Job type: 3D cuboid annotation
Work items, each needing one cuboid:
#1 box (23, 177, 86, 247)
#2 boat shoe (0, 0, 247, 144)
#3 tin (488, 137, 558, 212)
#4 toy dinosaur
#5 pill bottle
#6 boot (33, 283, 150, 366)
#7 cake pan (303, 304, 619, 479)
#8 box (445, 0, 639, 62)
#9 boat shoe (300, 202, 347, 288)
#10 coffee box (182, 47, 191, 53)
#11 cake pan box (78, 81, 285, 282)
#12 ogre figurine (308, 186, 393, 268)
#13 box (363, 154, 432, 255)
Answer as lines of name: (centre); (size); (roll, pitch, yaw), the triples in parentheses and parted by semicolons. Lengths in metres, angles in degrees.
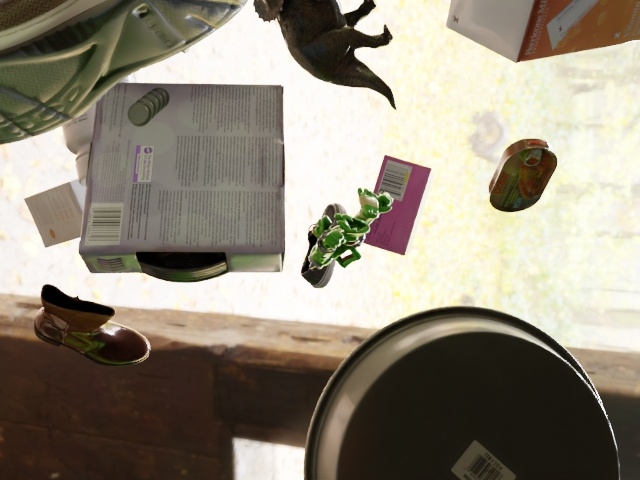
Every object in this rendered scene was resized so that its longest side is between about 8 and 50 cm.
box: (-0.587, -0.071, 1.808); (0.091, 0.170, 0.130); (-36, 109, -55)
boat shoe: (-0.211, -0.171, 0.603); (0.103, 0.320, 0.118); (65, 6, 20)
tin: (0.393, -0.127, 1.514); (0.190, 0.106, 0.040); (102, -15, -52)
toy dinosaur: (0.003, -0.313, 1.119); (0.313, 0.160, 0.121); (51, 20, -26)
pill bottle: (-0.434, -0.258, 1.528); (0.160, 0.160, 0.283); (11, 66, -70)
boot: (-0.462, 0.172, 1.617); (0.280, 0.264, 0.096); (-41, -153, 58)
cake pan: (0.133, 0.204, 0.677); (0.054, 0.293, 0.293); (151, -55, -80)
box: (0.401, -0.437, 1.251); (0.345, 0.168, 0.215); (-17, 132, -32)
boat shoe: (0.000, 0.000, 1.805); (0.076, 0.080, 0.228); (34, 61, -33)
coffee box: (-0.276, -0.548, 1.096); (0.334, 0.337, 0.338); (103, 13, -72)
cake pan box: (-0.165, -0.079, 0.976); (0.070, 0.245, 0.267); (91, -4, -63)
ogre figurine: (0.043, -0.012, 1.318); (0.118, 0.097, 0.197); (-48, -167, 40)
box: (0.187, -0.081, 1.876); (0.243, 0.117, 0.214); (0, 108, -80)
